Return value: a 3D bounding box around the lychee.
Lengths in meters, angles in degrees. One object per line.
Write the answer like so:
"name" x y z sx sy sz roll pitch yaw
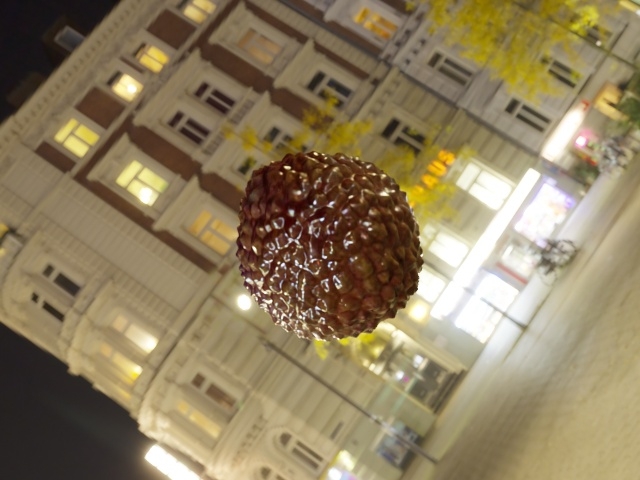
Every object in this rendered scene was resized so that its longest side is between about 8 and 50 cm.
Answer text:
"lychee" 0.000 0.000 0.753 0.188 0.188 0.188 -53 -11 -16
